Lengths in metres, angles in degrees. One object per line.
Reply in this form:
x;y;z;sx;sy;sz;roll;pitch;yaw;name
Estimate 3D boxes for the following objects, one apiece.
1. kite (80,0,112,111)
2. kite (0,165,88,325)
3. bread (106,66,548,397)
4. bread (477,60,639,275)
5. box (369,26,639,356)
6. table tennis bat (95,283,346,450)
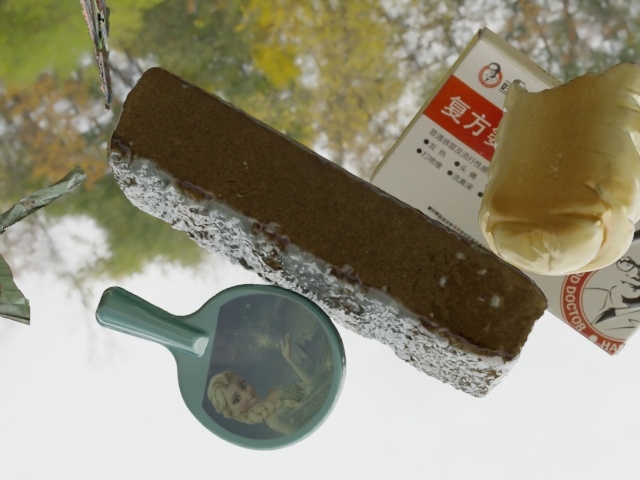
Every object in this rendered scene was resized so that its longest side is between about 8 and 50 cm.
-0.148;-0.173;0.813;0.009;0.189;0.232;-10;167;-4;kite
-0.369;-0.011;1.436;0.250;0.229;0.012;-28;-172;-2;kite
0.000;0.000;1.169;0.113;0.416;0.165;-58;169;-13;bread
0.176;-0.051;0.906;0.119;0.084;0.177;1;-122;33;bread
0.259;-0.051;1.453;0.214;0.353;0.069;-53;-174;26;box
-0.093;0.098;1.165;0.038;0.237;0.149;7;105;-82;table tennis bat
